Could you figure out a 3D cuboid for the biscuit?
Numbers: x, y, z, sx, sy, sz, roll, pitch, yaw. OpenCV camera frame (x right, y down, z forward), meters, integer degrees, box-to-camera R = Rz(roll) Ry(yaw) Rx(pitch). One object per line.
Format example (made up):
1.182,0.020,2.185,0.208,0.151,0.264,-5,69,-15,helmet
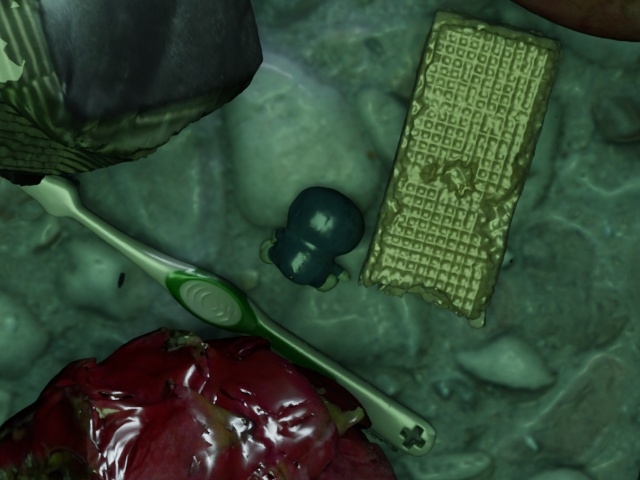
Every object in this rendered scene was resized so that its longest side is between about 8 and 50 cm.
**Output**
0.110,-0.056,1.095,0.108,0.062,0.239,15,102,1,biscuit

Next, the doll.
0.000,0.000,1.122,0.076,0.050,0.083,30,99,-6,doll

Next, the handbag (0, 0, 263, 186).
-0.210,-0.163,0.980,0.240,0.340,0.247,-12,97,24,handbag

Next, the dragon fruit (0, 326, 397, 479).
-0.096,0.217,1.038,0.329,0.329,0.329,1,100,4,dragon fruit

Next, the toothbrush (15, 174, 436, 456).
-0.079,0.055,1.140,0.418,0.040,0.042,35,104,-3,toothbrush

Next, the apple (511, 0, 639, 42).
0.242,-0.296,0.920,0.345,0.269,0.345,16,141,13,apple
